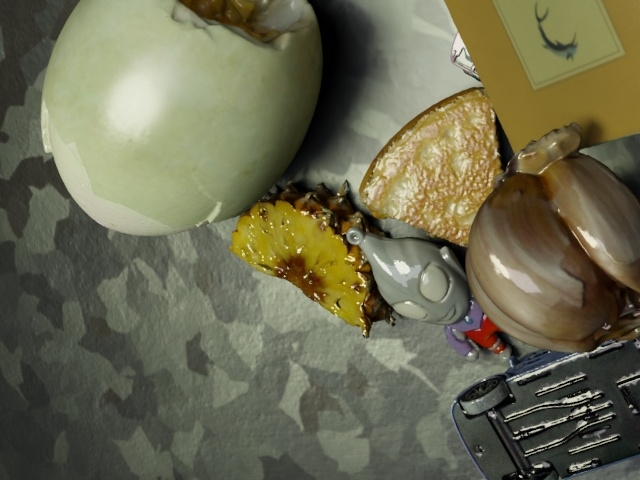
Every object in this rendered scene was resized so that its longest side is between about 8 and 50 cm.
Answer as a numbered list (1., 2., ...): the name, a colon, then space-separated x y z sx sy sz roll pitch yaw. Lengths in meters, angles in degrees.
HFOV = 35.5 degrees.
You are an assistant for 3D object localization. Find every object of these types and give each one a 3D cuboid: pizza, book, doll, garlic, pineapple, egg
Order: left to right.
1. egg: -0.157 -0.145 1.085 0.278 0.278 0.336 41 123 14
2. pineapple: 0.001 0.000 1.152 0.233 0.079 0.135 30 114 19
3. doll: 0.123 0.052 1.083 0.227 0.075 0.102 36 120 -9
4. pizza: 0.155 -0.048 1.063 0.188 0.062 0.199 -37 93 18
5. book: 0.183 -0.263 0.880 0.269 0.032 0.388 -12 106 62
6. garlic: 0.212 0.021 0.932 0.160 0.214 0.191 -19 73 -4

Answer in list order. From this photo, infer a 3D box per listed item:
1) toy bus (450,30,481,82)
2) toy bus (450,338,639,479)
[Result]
1. toy bus: 0.195 -0.176 1.018 0.131 0.037 0.052 32 122 17
2. toy bus: 0.283 0.150 1.002 0.292 0.133 0.125 -28 94 30
